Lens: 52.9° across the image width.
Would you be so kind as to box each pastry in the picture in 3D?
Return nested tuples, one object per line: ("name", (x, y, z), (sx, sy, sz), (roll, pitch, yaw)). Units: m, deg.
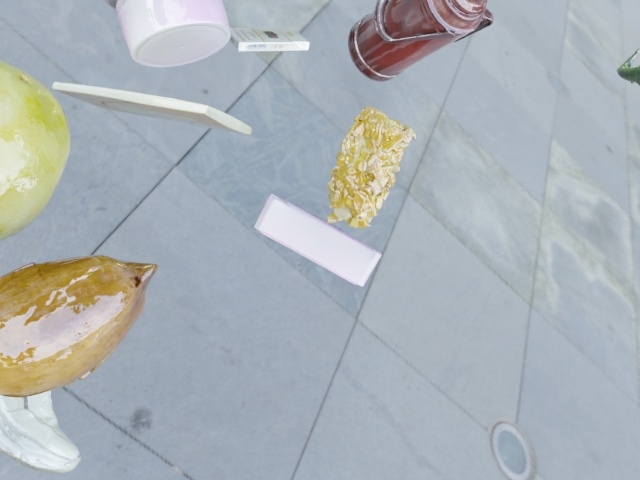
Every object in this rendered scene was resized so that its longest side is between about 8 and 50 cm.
("pastry", (0.084, -0.143, 1.317), (0.154, 0.249, 0.102), (33, 12, 31))

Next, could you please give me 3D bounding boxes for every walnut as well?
("walnut", (-0.414, 0.125, 1.044), (0.337, 0.209, 0.208), (-28, 80, -9))

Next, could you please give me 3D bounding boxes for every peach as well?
("peach", (-0.605, -0.152, 1.132), (0.315, 0.281, 0.315), (-13, 67, -1))

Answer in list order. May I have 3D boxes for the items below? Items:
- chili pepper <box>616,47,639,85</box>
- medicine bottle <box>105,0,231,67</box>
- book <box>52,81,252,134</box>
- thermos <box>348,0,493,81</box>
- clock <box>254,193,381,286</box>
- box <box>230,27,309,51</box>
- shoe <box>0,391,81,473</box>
("chili pepper", (0.606, -0.248, 0.964), (0.076, 0.084, 0.359), (20, 5, -41))
("medicine bottle", (-0.309, -0.514, 1.243), (0.241, 0.241, 0.301), (-14, 86, -47))
("book", (-0.384, -0.308, 1.510), (0.269, 0.389, 0.032), (1, 100, -76))
("thermos", (0.138, -0.283, 0.817), (0.124, 0.232, 0.098), (15, 76, -28))
("clock", (0.000, 0.000, 1.056), (0.197, 0.063, 0.150), (29, 3, 4))
("box", (-0.118, -0.448, 1.433), (0.167, 0.024, 0.090), (-9, 40, -25))
("shoe", (-0.562, 0.279, 1.211), (0.342, 0.132, 0.210), (39, 64, -2))
